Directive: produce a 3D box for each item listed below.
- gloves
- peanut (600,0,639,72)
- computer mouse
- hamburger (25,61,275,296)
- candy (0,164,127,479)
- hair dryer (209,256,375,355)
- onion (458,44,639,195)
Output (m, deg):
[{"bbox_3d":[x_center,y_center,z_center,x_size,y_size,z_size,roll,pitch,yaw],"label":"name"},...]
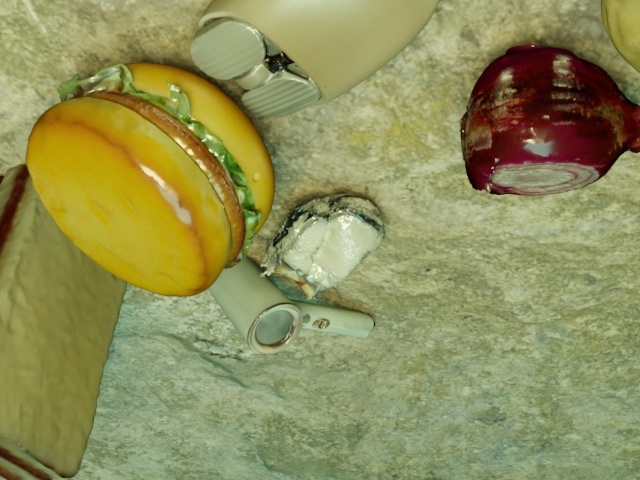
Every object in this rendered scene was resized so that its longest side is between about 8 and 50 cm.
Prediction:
[{"bbox_3d":[0.001,-0.002,0.961,0.114,0.070,0.153,31,132,-19],"label":"gloves"},{"bbox_3d":[0.281,-0.212,0.649,0.318,0.148,0.147,28,134,-28],"label":"peanut"},{"bbox_3d":[-0.004,-0.198,0.730,0.236,0.082,0.145,-28,130,29],"label":"computer mouse"},{"bbox_3d":[-0.157,-0.072,0.810,0.246,0.170,0.246,25,143,21],"label":"hamburger"},{"bbox_3d":[-0.328,0.089,0.906,0.135,0.321,0.179,-14,140,24],"label":"candy"},{"bbox_3d":[-0.020,0.087,1.054,0.236,0.131,0.073,11,112,-39],"label":"hair dryer"},{"bbox_3d":[0.227,-0.117,0.761,0.198,0.135,0.173,-8,175,9],"label":"onion"}]
